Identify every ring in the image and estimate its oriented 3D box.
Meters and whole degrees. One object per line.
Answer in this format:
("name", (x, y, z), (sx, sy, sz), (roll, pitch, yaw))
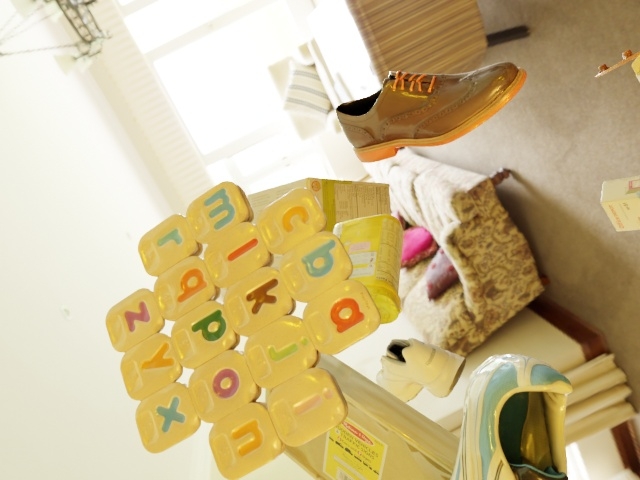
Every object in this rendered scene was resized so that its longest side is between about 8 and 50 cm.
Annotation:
("ring", (0.985, -0.585, 1.499), (0.032, 0.337, 0.336), (62, 179, -2))

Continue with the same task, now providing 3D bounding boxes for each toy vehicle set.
("toy vehicle set", (0.044, 0.229, 0.559), (0.267, 0.035, 0.166), (27, 126, 32))

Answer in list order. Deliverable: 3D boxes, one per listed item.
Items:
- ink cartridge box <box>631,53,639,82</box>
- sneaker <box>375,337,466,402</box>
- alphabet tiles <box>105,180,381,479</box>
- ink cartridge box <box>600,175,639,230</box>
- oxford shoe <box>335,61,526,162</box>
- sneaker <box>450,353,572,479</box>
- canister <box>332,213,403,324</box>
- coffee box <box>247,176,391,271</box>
("ink cartridge box", (0.404, -0.195, 0.591), (0.083, 0.048, 0.028), (32, -171, -33))
("sneaker", (0.179, 0.255, 1.051), (0.129, 0.111, 0.297), (35, 152, -1))
("alphabet tiles", (-0.091, 0.081, 0.522), (0.284, 0.278, 0.021), (62, -169, 23))
("ink cartridge box", (0.542, -0.063, 0.835), (0.122, 0.052, 0.088), (-6, 141, 48))
("oxford shoe", (0.134, -0.186, 0.686), (0.098, 0.271, 0.097), (50, -134, -27))
("sneaker", (0.142, 0.207, 0.385), (0.086, 0.085, 0.237), (152, 127, -77))
("canister", (0.065, 0.043, 0.783), (0.170, 0.126, 0.073), (-76, -33, -43))
("coffee box", (0.000, 0.000, 1.603), (0.338, 0.334, 0.338), (-6, 87, 51))
